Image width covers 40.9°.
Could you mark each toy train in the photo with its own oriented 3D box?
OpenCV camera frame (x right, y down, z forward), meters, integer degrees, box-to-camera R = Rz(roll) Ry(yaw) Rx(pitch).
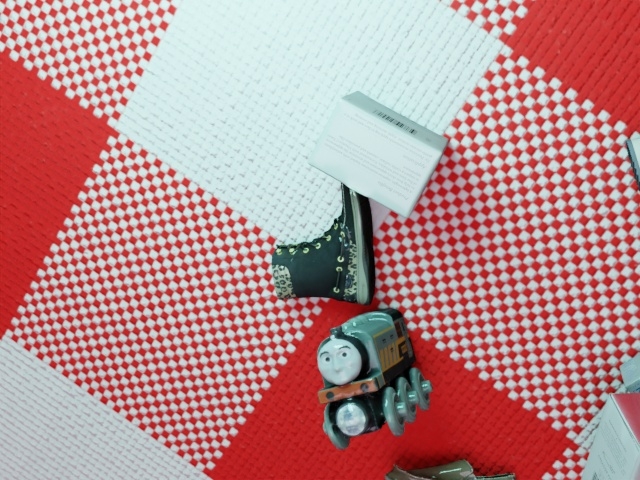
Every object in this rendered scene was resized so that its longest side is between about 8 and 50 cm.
[{"bbox_3d":[0.081,0.218,1.412,0.142,0.334,0.190,-18,86,19],"label":"toy train"}]

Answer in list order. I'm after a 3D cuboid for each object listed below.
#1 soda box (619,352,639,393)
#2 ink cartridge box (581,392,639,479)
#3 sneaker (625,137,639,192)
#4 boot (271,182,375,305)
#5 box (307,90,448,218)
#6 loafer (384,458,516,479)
[{"bbox_3d":[0.636,0.178,1.390,0.286,0.091,0.098,-40,94,19],"label":"soda box"},{"bbox_3d":[0.602,0.321,1.333,0.309,0.130,0.272,-1,124,-8],"label":"ink cartridge box"},{"bbox_3d":[0.590,-0.030,1.333,0.131,0.112,0.319,-22,100,17],"label":"sneaker"},{"bbox_3d":[0.000,0.001,1.488,0.179,0.085,0.236,-2,106,15],"label":"boot"},{"bbox_3d":[0.097,-0.143,1.376,0.181,0.182,0.119,29,107,3],"label":"box"},{"bbox_3d":[0.243,0.438,1.561,0.251,0.094,0.087,11,83,0],"label":"loafer"}]
